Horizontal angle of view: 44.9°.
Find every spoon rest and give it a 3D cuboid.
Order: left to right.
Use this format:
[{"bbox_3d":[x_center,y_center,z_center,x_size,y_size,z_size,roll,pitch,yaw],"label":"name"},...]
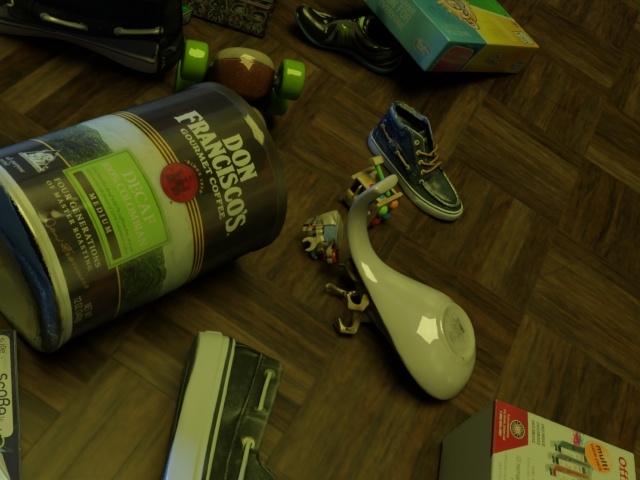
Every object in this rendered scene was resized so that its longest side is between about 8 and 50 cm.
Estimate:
[{"bbox_3d":[0.107,0.062,0.935,0.137,0.084,0.276,-32,100,-52],"label":"spoon rest"}]

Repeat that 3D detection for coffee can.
[{"bbox_3d":[-0.202,-0.033,0.812,0.275,0.201,0.201,-28,71,-37],"label":"coffee can"}]

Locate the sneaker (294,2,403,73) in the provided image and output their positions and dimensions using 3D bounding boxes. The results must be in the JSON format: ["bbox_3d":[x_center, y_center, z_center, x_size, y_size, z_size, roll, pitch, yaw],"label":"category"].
[{"bbox_3d":[0.049,-0.336,1.239,0.188,0.078,0.067,23,49,-8],"label":"sneaker"}]

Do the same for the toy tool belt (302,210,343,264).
[{"bbox_3d":[0.000,0.000,0.990,0.051,0.052,0.083,-7,45,16],"label":"toy tool belt"}]

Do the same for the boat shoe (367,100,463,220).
[{"bbox_3d":[0.146,-0.114,1.113,0.183,0.083,0.065,47,50,13],"label":"boat shoe"}]

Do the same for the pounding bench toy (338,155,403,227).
[{"bbox_3d":[0.075,-0.066,1.044,0.052,0.083,0.065,-28,70,-38],"label":"pounding bench toy"}]

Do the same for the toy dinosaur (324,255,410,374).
[{"bbox_3d":[0.064,0.082,0.948,0.092,0.053,0.183,-4,58,-29],"label":"toy dinosaur"}]

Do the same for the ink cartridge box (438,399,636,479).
[{"bbox_3d":[0.230,0.277,0.829,0.176,0.127,0.128,22,49,-10],"label":"ink cartridge box"}]

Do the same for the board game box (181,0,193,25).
[{"bbox_3d":[-0.327,-0.383,1.132,0.259,0.030,0.136,39,47,6],"label":"board game box"}]

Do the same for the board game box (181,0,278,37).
[{"bbox_3d":[-0.100,-0.501,1.152,0.141,0.291,0.232,14,50,-16],"label":"board game box"}]

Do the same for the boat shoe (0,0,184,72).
[{"bbox_3d":[-0.335,-0.338,0.985,0.340,0.158,0.127,14,62,-7],"label":"boat shoe"}]

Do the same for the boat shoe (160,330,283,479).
[{"bbox_3d":[-0.088,0.229,0.719,0.119,0.121,0.335,14,49,-10],"label":"boat shoe"}]

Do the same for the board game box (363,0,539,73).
[{"bbox_3d":[0.208,-0.389,1.313,0.316,0.064,0.242,-14,62,-49],"label":"board game box"}]

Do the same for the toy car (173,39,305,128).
[{"bbox_3d":[-0.116,-0.145,1.014,0.155,0.149,0.188,8,81,-15],"label":"toy car"}]

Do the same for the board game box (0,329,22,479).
[{"bbox_3d":[-0.342,0.179,0.696,0.136,0.035,0.201,1,56,-25],"label":"board game box"}]
